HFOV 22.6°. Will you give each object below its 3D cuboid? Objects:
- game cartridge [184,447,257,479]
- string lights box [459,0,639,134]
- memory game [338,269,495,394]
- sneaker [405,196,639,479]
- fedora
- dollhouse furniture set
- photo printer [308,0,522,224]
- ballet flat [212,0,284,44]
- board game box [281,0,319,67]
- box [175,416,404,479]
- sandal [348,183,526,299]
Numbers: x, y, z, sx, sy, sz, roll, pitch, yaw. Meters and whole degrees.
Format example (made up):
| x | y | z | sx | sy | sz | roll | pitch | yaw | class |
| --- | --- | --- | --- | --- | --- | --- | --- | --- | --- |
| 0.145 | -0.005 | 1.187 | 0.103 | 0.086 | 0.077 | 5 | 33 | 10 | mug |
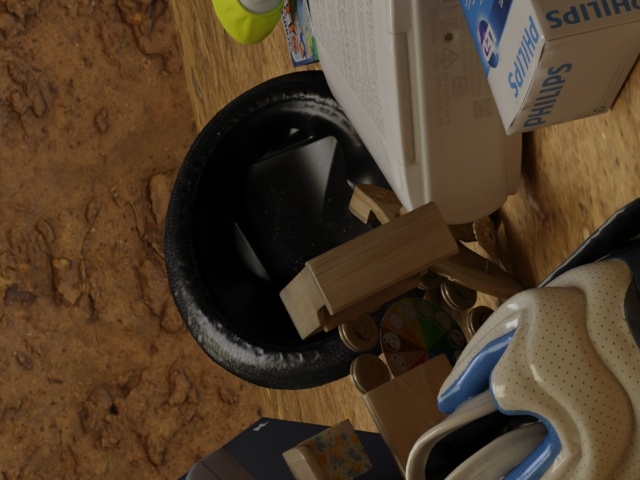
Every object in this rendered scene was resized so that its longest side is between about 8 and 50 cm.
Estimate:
| x | y | z | sx | sy | sz | roll | pitch | yaw | class |
| --- | --- | --- | --- | --- | --- | --- | --- | --- | --- |
| -0.020 | 0.316 | 1.307 | 0.297 | 0.062 | 0.198 | 49 | 156 | 13 | game cartridge |
| 0.123 | -0.215 | 1.028 | 0.133 | 0.077 | 0.259 | 102 | 152 | -69 | string lights box |
| 0.093 | 0.091 | 1.360 | 0.012 | 0.186 | 0.186 | -34 | 67 | 47 | memory game |
| 0.148 | 0.093 | 0.842 | 0.323 | 0.236 | 0.130 | 101 | 154 | -66 | sneaker |
| 0.000 | 0.000 | 1.633 | 0.152 | 0.334 | 0.334 | 34 | -147 | -58 | fedora |
| 0.077 | 0.114 | 1.220 | 0.242 | 0.212 | 0.161 | 62 | 166 | 5 | dollhouse furniture set |
| 0.064 | -0.192 | 1.292 | 0.307 | 0.107 | 0.256 | -118 | 18 | -57 | photo printer |
| -0.065 | -0.279 | 1.487 | 0.077 | 0.077 | 0.231 | 36 | 141 | 48 | ballet flat |
| -0.021 | -0.272 | 1.548 | 0.136 | 0.035 | 0.201 | -169 | 65 | -79 | board game box |
| 0.027 | 0.353 | 1.524 | 0.343 | 0.179 | 0.312 | -5 | 115 | 60 | box |
| 0.103 | -0.028 | 1.378 | 0.240 | 0.088 | 0.079 | 36 | 112 | 55 | sandal |
